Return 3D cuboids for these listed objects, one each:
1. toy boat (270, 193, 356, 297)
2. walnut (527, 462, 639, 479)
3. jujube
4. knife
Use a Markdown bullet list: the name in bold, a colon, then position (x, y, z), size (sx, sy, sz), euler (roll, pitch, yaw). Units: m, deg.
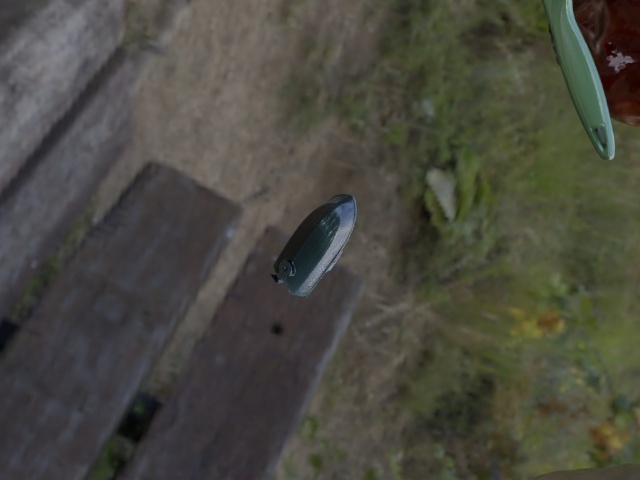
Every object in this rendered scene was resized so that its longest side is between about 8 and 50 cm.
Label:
- **toy boat**: position (0.000, 0.000, 1.540), size (0.060, 0.055, 0.141), euler (-9, 144, -46)
- **walnut**: position (0.205, 0.349, 0.941), size (0.381, 0.381, 0.381), euler (18, 90, -77)
- **jujube**: position (0.307, -0.224, 1.243), size (0.213, 0.212, 0.232), euler (93, 17, -48)
- **knife**: position (0.194, -0.205, 1.122), size (0.020, 0.043, 0.293), euler (-27, 98, -41)
